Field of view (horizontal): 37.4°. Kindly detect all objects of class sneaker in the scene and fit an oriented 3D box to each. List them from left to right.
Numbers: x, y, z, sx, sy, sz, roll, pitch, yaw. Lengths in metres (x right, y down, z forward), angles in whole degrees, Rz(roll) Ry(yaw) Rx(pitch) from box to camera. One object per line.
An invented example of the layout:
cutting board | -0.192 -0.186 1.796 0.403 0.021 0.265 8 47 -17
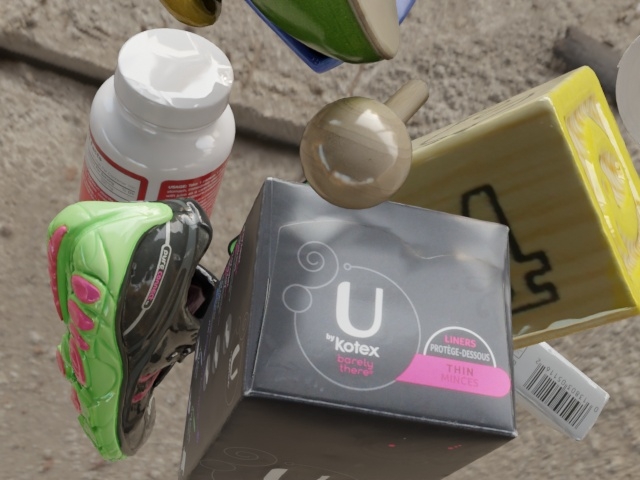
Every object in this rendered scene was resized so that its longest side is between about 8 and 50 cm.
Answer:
sneaker | -0.211 0.121 1.153 0.202 0.483 0.185 -17 63 -23

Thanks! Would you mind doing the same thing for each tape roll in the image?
tape roll | 0.703 -0.284 1.773 0.100 0.286 0.286 -25 73 -36

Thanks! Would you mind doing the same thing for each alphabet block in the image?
alphabet block | 0.172 -0.021 0.846 0.197 0.192 0.193 -22 98 30

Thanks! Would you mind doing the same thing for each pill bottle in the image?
pill bottle | -0.268 -0.135 1.546 0.229 0.407 0.229 10 50 -13

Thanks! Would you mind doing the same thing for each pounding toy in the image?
pounding toy | -0.031 -0.139 0.466 0.110 0.183 0.237 -14 112 15

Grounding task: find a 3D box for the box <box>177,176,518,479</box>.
box | 0.004 0.094 0.657 0.165 0.270 0.143 10 61 -12

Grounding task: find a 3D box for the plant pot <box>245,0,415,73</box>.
plant pot | 0.027 -0.400 1.282 0.236 0.236 0.212 45 66 -16

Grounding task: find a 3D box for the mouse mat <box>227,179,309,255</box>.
mouse mat | 0.001 0.009 1.121 0.190 0.007 0.152 -39 84 8

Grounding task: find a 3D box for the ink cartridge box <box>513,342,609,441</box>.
ink cartridge box | 0.234 0.158 1.496 0.308 0.385 0.091 38 82 -11
